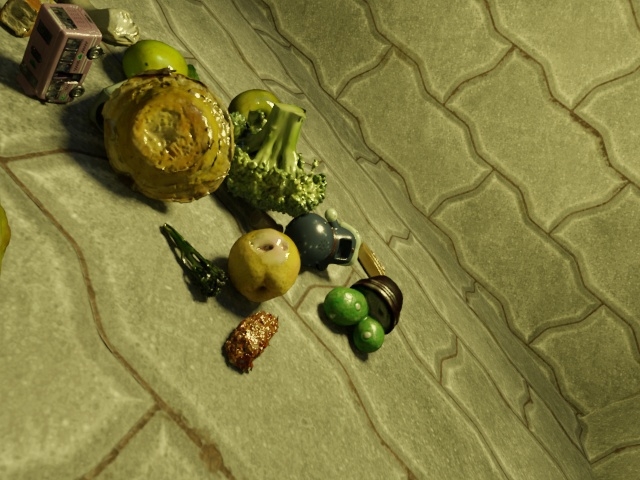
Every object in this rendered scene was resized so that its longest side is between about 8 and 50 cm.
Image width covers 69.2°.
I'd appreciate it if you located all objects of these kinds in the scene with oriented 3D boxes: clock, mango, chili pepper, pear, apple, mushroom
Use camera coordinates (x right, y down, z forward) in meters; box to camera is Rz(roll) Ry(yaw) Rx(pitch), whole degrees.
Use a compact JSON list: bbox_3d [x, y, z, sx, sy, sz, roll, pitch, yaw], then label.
[{"bbox_3d":[0.000,0.000,1.373,0.244,0.199,0.147,8,14,-43],"label":"clock"},{"bbox_3d":[-0.468,-0.501,1.327,0.175,0.142,0.293,16,26,-26],"label":"mango"},{"bbox_3d":[-0.424,-0.508,1.506,0.072,0.073,0.203,50,20,-39],"label":"chili pepper"},{"bbox_3d":[-0.130,0.060,1.067,0.178,0.178,0.178,40,25,-24],"label":"pear"},{"bbox_3d":[-0.223,-0.423,1.593,0.196,0.196,0.157,34,6,-34],"label":"apple"},{"bbox_3d":[-0.598,-0.595,1.244,0.278,0.096,0.099,33,61,17],"label":"mushroom"}]

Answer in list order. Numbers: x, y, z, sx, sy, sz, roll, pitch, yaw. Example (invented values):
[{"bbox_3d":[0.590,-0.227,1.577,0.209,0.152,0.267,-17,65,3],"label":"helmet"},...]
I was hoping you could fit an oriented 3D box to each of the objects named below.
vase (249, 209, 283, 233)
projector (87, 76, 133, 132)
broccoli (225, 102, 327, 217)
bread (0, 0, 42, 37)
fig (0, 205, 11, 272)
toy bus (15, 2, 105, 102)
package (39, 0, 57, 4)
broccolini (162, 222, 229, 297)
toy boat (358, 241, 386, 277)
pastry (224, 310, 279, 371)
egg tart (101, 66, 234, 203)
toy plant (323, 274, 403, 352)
[{"bbox_3d":[-0.152,-0.046,1.326,0.101,0.053,0.053,31,30,-46],"label":"vase"},{"bbox_3d":[-0.406,-0.262,1.130,0.257,0.099,0.192,44,23,-17],"label":"projector"},{"bbox_3d":[-0.152,-0.230,1.334,0.277,0.317,0.338,4,2,-28],"label":"broccoli"},{"bbox_3d":[-0.668,-0.511,1.042,0.077,0.083,0.070,45,15,-23],"label":"bread"},{"bbox_3d":[-0.489,-0.016,0.438,0.327,0.258,0.258,11,43,-37],"label":"fig"},{"bbox_3d":[-0.534,-0.375,0.948,0.096,0.199,0.108,53,35,4],"label":"toy bus"},{"bbox_3d":[-0.681,-0.576,1.182,0.121,0.031,0.108,34,28,-50],"label":"package"},{"bbox_3d":[-0.278,0.043,0.999,0.201,0.058,0.074,40,6,15],"label":"broccolini"},{"bbox_3d":[0.200,0.100,1.743,0.200,0.057,0.077,58,18,17],"label":"toy boat"},{"bbox_3d":[-0.136,0.200,0.976,0.087,0.063,0.169,50,22,-7],"label":"pastry"},{"bbox_3d":[-0.321,-0.221,0.996,0.295,0.294,0.116,43,-5,-17],"label":"egg tart"},{"bbox_3d":[0.131,0.201,1.348,0.235,0.175,0.218,-36,93,-41],"label":"toy plant"}]
